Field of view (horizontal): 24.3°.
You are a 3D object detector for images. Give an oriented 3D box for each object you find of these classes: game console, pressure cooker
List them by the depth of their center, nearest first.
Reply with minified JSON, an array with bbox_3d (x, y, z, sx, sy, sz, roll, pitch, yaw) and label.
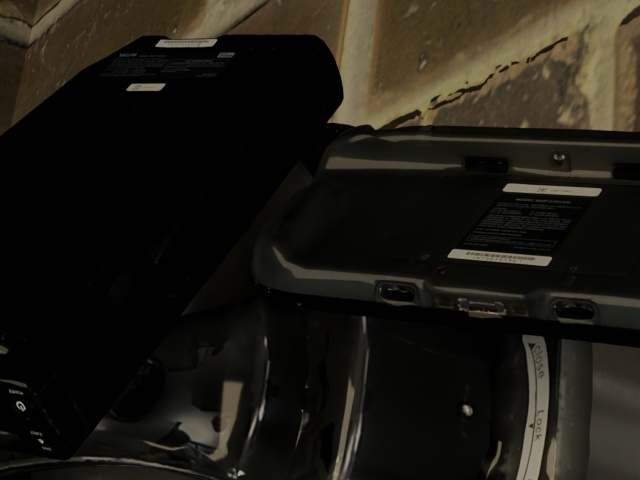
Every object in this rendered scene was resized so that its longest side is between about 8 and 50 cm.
[{"bbox_3d":[0.000,0.000,0.521,0.361,0.044,0.213,4,41,32],"label":"game console"},{"bbox_3d":[0.031,0.140,0.714,0.370,0.420,0.375,-61,29,19],"label":"pressure cooker"}]
